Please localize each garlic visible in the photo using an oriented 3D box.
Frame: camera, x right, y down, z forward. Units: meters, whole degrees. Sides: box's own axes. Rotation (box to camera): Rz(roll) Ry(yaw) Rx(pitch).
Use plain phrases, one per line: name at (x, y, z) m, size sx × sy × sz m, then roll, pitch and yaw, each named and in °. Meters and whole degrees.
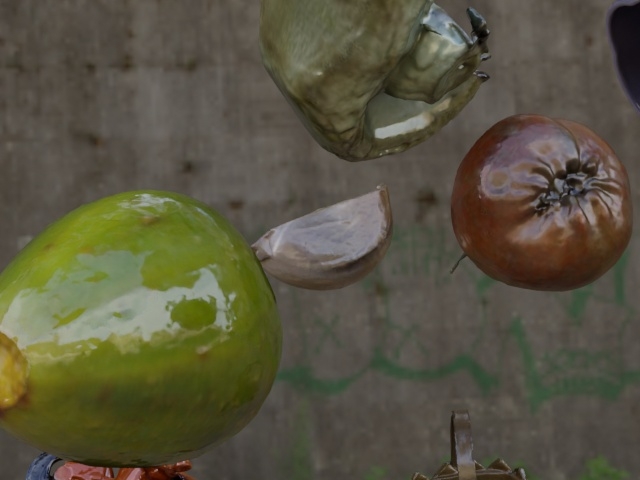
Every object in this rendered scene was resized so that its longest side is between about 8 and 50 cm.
garlic at (0.012, 0.010, 1.670) m, size 0.195 × 0.101 × 0.087 m, roll -23°, pitch 3°, yaw -18°

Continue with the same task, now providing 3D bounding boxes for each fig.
fig at (-0.179, 0.089, 1.217) m, size 0.258 × 0.258 × 0.326 m, roll -4°, pitch 8°, yaw 24°

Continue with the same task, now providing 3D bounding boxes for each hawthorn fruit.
hawthorn fruit at (0.168, -0.033, 1.105) m, size 0.149 × 0.149 × 0.189 m, roll -1°, pitch 8°, yaw -19°

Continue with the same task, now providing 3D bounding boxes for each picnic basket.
picnic basket at (0.141, 0.253, 1.342) m, size 0.138 × 0.178 × 0.128 m, roll -8°, pitch 26°, yaw 1°

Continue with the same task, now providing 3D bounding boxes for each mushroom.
mushroom at (0.028, -0.174, 1.154) m, size 0.164 × 0.189 × 0.267 m, roll -39°, pitch -10°, yaw 1°

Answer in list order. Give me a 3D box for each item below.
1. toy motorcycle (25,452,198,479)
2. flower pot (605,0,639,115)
toy motorcycle at (-0.221, 0.378, 1.610) m, size 0.221 × 0.325 × 0.148 m, roll -7°, pitch -35°, yaw -15°
flower pot at (0.513, -0.233, 1.603) m, size 0.243 × 0.265 × 0.265 m, roll -32°, pitch -1°, yaw -8°
